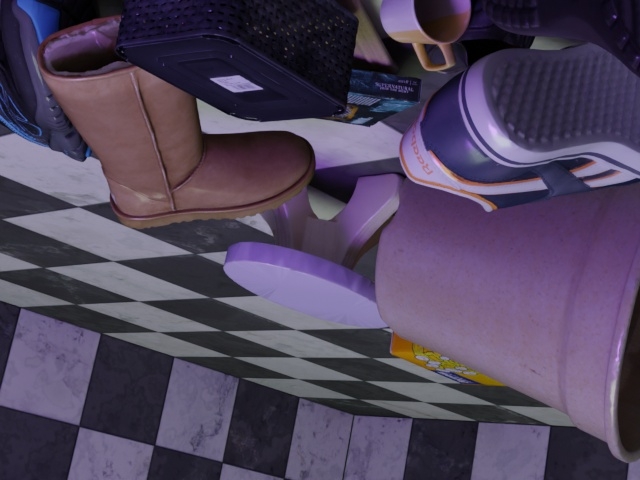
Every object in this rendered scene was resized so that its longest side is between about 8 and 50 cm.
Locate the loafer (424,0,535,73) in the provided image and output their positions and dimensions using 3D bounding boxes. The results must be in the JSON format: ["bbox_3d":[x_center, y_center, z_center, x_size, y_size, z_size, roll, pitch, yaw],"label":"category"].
[{"bbox_3d":[0.134,-0.172,1.013,0.062,0.061,0.170,15,164,-16],"label":"loafer"}]

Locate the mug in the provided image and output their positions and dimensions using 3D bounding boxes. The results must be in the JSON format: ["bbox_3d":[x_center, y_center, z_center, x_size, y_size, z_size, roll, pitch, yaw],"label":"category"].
[{"bbox_3d":[0.082,-0.186,0.985,0.062,0.078,0.064,7,177,-33],"label":"mug"}]

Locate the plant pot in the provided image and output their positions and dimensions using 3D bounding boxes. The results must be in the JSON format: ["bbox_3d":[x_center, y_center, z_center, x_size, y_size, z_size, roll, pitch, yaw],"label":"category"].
[{"bbox_3d":[0.241,0.037,1.293,0.306,0.333,0.334,15,169,29],"label":"plant pot"}]

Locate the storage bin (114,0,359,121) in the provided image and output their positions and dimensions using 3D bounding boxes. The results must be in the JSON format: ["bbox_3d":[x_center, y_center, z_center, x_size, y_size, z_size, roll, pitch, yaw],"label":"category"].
[{"bbox_3d":[-0.064,-0.166,0.954,0.122,0.084,0.180,0,165,35],"label":"storage bin"}]

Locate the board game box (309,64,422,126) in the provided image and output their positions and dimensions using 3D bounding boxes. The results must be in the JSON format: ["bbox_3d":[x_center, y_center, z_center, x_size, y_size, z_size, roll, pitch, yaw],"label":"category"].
[{"bbox_3d":[0.015,-0.145,1.171,0.126,0.026,0.186,7,177,-13],"label":"board game box"}]

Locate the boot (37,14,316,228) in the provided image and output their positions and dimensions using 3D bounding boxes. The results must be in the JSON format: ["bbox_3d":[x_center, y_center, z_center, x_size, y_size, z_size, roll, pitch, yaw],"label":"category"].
[{"bbox_3d":[-0.126,-0.117,1.144,0.236,0.089,0.269,-17,150,-6],"label":"boot"}]

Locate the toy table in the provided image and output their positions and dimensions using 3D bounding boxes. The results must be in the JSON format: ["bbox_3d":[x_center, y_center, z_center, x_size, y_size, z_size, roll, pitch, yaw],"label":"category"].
[{"bbox_3d":[0.000,0.000,1.534,0.252,0.160,0.274,2,161,31],"label":"toy table"}]

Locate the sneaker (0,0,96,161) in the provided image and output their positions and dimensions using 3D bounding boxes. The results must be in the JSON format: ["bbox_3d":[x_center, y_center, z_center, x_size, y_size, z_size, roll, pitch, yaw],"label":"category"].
[{"bbox_3d":[-0.304,-0.171,1.199,0.140,0.125,0.341,16,162,-3],"label":"sneaker"}]

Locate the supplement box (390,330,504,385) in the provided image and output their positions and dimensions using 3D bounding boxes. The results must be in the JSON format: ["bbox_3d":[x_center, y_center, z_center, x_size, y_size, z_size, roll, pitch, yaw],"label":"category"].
[{"bbox_3d":[0.302,0.090,1.585,0.357,0.195,0.194,-2,160,41],"label":"supplement box"}]

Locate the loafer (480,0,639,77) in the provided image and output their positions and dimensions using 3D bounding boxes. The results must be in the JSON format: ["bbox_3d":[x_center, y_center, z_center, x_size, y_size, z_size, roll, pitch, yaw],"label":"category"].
[{"bbox_3d":[0.226,-0.174,0.708,0.130,0.133,0.366,-11,-156,-18],"label":"loafer"}]

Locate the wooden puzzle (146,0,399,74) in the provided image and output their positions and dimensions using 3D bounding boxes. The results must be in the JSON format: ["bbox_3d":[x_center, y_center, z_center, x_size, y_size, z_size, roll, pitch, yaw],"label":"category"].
[{"bbox_3d":[-0.059,-0.208,1.065,0.221,0.044,0.239,5,168,20],"label":"wooden puzzle"}]

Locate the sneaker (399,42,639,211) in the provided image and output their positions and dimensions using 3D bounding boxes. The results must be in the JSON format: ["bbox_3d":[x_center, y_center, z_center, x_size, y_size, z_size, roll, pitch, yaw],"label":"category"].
[{"bbox_3d":[0.201,-0.098,0.998,0.321,0.126,0.127,-1,161,-41],"label":"sneaker"}]
